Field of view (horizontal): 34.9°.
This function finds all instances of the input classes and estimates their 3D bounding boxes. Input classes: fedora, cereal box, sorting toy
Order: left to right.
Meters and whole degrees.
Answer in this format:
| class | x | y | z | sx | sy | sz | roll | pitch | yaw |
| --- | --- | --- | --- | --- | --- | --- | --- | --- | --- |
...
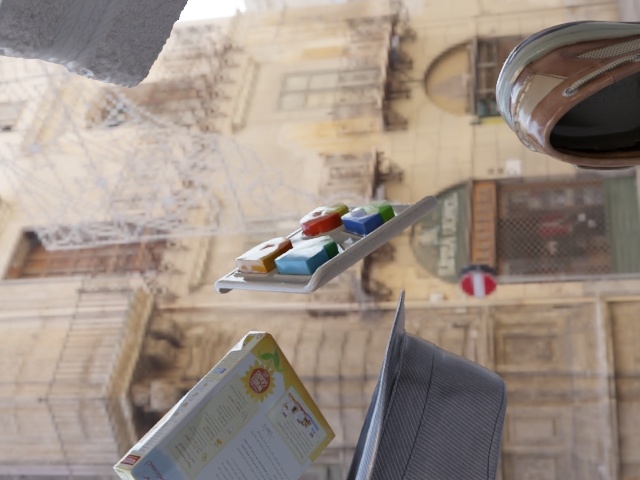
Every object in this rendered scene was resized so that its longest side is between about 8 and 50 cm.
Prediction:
| class | x | y | z | sx | sy | sz | roll | pitch | yaw |
| --- | --- | --- | --- | --- | --- | --- | --- | --- | --- |
| cereal box | -0.105 | 0.247 | 1.195 | 0.240 | 0.047 | 0.173 | -43 | -66 | -31 |
| sorting toy | 0.000 | 0.000 | 1.118 | 0.193 | 0.208 | 0.038 | -33 | -75 | -33 |
| fedora | 0.095 | 0.194 | 0.932 | 0.244 | 0.124 | 0.275 | -57 | -17 | -78 |

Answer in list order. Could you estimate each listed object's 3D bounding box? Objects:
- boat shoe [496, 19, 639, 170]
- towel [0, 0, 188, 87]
| class | x | y | z | sx | sy | sz | roll | pitch | yaw |
| --- | --- | --- | --- | --- | --- | --- | --- | --- | --- |
| boat shoe | 0.300 | -0.114 | 0.755 | 0.116 | 0.324 | 0.123 | -94 | -11 | -58 |
| towel | -0.144 | -0.253 | 0.790 | 0.187 | 0.049 | 0.282 | 6 | -62 | -57 |
